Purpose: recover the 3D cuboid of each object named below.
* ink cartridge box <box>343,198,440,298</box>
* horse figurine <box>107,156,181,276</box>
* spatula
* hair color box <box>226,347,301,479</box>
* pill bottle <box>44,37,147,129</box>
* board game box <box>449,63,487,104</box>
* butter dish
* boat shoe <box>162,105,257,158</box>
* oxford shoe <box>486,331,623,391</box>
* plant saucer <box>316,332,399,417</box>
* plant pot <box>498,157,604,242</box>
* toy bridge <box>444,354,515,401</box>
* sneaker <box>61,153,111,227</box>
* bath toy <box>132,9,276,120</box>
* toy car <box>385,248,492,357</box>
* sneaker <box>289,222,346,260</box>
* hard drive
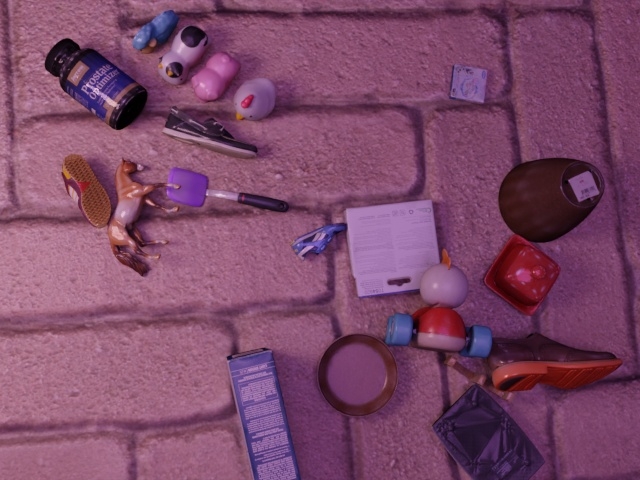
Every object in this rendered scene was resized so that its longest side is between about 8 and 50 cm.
[{"bbox_3d":[0.179,0.020,1.660,0.223,0.045,0.224,-6,85,-7],"label":"ink cartridge box"},{"bbox_3d":[-0.429,-0.053,1.577,0.174,0.066,0.263,15,88,7],"label":"horse figurine"},{"bbox_3d":[-0.222,-0.107,1.631,0.296,0.030,0.084,11,83,-6],"label":"spatula"},{"bbox_3d":[-0.125,0.422,1.512,0.105,0.174,0.347,-12,86,-10],"label":"hair color box"},{"bbox_3d":[-0.525,-0.368,1.575,0.219,0.123,0.123,37,81,0],"label":"pill bottle"},{"bbox_3d":[0.382,-0.404,1.747,0.090,0.020,0.090,9,82,-6],"label":"board game box"},{"bbox_3d":[0.515,0.082,1.660,0.160,0.118,0.160,37,80,-3],"label":"butter dish"},{"bbox_3d":[-0.258,-0.255,1.617,0.233,0.084,0.079,19,82,-2],"label":"boat shoe"},{"bbox_3d":[0.571,0.280,1.642,0.363,0.130,0.133,3,51,-21],"label":"oxford shoe"},{"bbox_3d":[0.088,0.321,1.620,0.198,0.036,0.199,1,84,-7],"label":"plant saucer"},{"bbox_3d":[0.578,-0.113,1.633,0.215,0.230,0.215,1,84,-8],"label":"plant pot"},{"bbox_3d":[0.384,0.336,1.641,0.188,0.063,0.026,31,81,-3],"label":"toy bridge"},{"bbox_3d":[-0.543,-0.106,1.566,0.069,0.084,0.185,-21,82,-31],"label":"sneaker"},{"bbox_3d":[-0.271,-0.398,1.610,0.348,0.129,0.151,35,115,-2],"label":"bath toy"},{"bbox_3d":[0.281,0.141,1.578,0.219,0.210,0.238,9,81,1],"label":"toy car"},{"bbox_3d":[0.000,0.000,1.638,0.144,0.053,0.059,-25,87,-1],"label":"sneaker"},{"bbox_3d":[0.400,0.491,1.631,0.172,0.054,0.255,-42,90,-10],"label":"hard drive"}]
